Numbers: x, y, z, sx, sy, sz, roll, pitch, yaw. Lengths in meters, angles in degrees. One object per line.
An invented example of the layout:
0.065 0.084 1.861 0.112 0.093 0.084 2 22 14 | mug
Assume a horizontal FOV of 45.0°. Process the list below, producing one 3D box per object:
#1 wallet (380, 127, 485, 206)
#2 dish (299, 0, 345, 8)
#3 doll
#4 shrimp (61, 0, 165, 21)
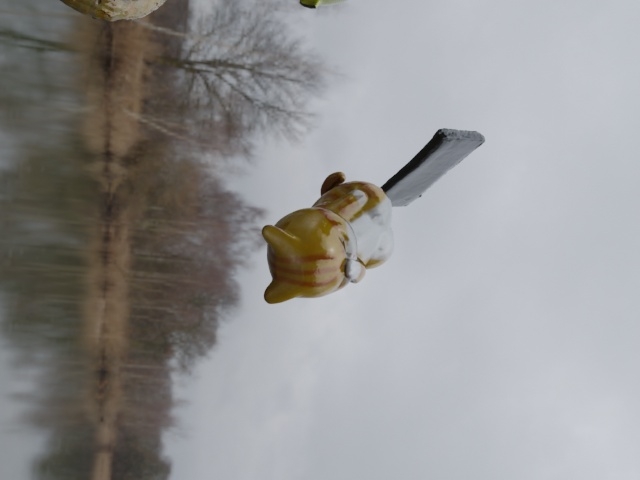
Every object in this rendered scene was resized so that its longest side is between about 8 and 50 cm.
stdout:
0.216 -0.146 1.643 0.285 0.146 0.030 -41 -120 44 | wallet
0.026 -0.605 1.687 0.108 0.221 0.262 47 25 -66 | dish
0.020 -0.003 1.309 0.269 0.162 0.166 -37 124 -54 | doll
-0.163 -0.282 0.676 0.066 0.117 0.262 -38 -151 36 | shrimp
